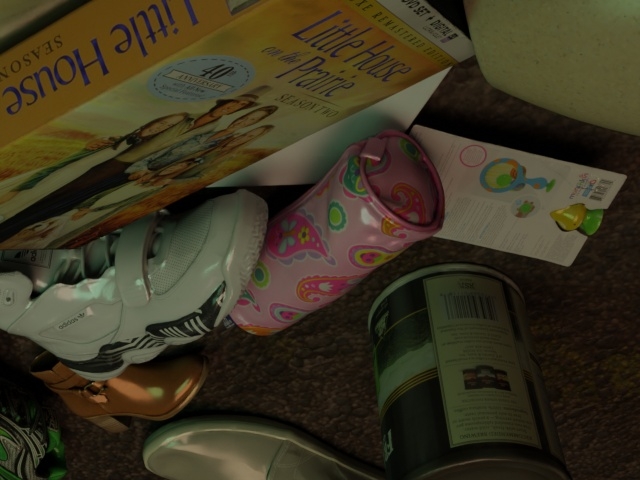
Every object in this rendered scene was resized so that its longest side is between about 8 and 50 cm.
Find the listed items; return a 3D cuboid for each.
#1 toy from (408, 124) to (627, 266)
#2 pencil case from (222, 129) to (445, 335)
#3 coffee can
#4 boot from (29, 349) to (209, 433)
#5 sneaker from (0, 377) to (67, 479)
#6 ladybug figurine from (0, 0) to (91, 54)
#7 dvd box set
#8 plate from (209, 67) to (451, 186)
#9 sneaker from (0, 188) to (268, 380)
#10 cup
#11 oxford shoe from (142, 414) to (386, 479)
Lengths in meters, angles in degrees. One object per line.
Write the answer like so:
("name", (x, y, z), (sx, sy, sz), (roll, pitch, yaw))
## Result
("toy", (0.187, -0.056, 1.059), (0.237, 0.056, 0.137), (14, 131, -9))
("pencil case", (0.000, 0.000, 1.026), (0.124, 0.124, 0.284), (27, 140, -27))
("coffee can", (0.166, 0.192, 1.150), (0.201, 0.275, 0.201), (-2, 135, -2))
("boot", (-0.253, 0.166, 1.240), (0.197, 0.073, 0.152), (-30, 125, 20))
("sneaker", (-0.412, 0.210, 1.249), (0.146, 0.134, 0.343), (-10, 144, -4))
("ladybug figurine", (-0.238, -0.251, 0.713), (0.449, 0.305, 0.162), (-12, 179, 9))
("dvd box set", (-0.109, -0.097, 0.725), (0.420, 0.062, 0.307), (-24, 172, 18))
("plate", (-0.031, -0.137, 0.908), (0.277, 0.045, 0.278), (-4, 153, -23))
("sneaker", (-0.229, 0.026, 1.032), (0.210, 0.137, 0.366), (30, 137, -30))
("cup", (0.235, -0.215, 0.745), (0.237, 0.331, 0.331), (-7, 136, 20))
("oxford shoe", (-0.044, 0.367, 1.415), (0.449, 0.130, 0.169), (27, 129, -26))
